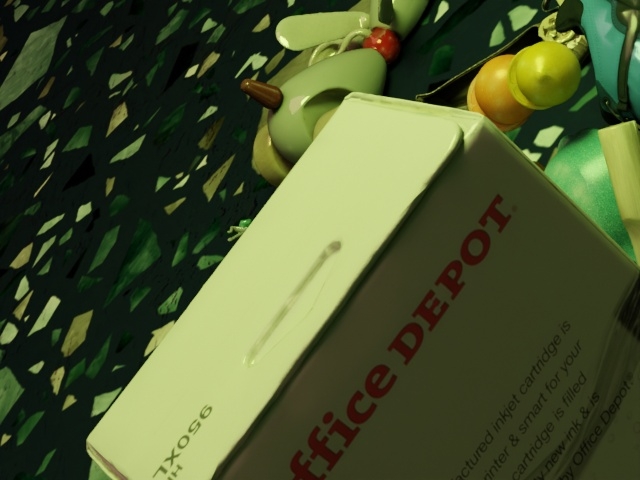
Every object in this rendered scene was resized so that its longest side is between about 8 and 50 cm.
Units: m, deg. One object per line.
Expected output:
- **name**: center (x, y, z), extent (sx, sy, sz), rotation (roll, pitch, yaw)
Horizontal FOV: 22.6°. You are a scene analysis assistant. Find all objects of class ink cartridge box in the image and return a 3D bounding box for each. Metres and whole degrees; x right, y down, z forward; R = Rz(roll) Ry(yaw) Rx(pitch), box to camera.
- **ink cartridge box**: center (0.099, 0.138, 1.000), extent (0.285, 0.395, 0.166), rotation (-53, 28, -9)

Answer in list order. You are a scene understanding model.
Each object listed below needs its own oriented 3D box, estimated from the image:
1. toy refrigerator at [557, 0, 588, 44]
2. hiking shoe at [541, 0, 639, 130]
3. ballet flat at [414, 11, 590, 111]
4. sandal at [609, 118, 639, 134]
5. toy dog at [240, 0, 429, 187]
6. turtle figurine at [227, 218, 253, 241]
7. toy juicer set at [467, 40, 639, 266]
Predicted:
- **toy refrigerator**: center (0.339, -0.274, 1.399), extent (0.269, 0.102, 0.094), rotation (-50, 36, 23)
- **hiking shoe**: center (0.297, -0.117, 1.289), extent (0.132, 0.113, 0.304), rotation (-45, 53, 33)
- **ballet flat**: center (0.175, -0.165, 1.635), extent (0.250, 0.058, 0.084), rotation (-32, 33, 30)
- **sandal**: center (0.301, -0.059, 1.336), extent (0.072, 0.049, 0.180), rotation (-38, 42, -3)
- **toy dog**: center (0.007, -0.209, 1.824), extent (0.220, 0.161, 0.334), rotation (-29, 34, 33)
- **turtle figurine**: center (0.000, 0.000, 1.623), extent (0.175, 0.118, 0.234), rotation (-5, 33, 34)
- **toy juicer set**: center (0.224, -0.058, 1.298), extent (0.089, 0.209, 0.329), rotation (-17, 24, -17)
